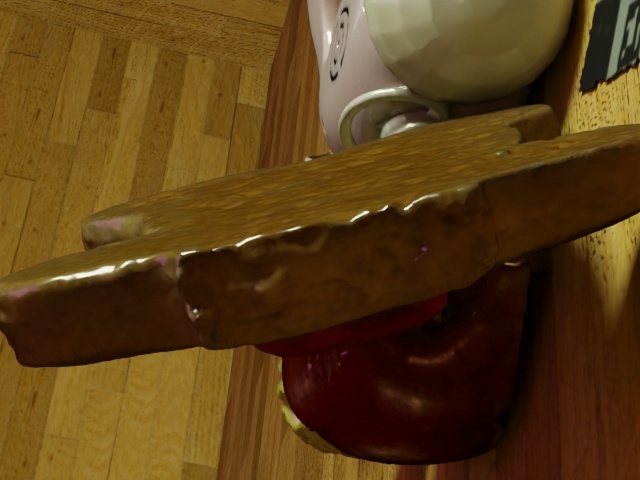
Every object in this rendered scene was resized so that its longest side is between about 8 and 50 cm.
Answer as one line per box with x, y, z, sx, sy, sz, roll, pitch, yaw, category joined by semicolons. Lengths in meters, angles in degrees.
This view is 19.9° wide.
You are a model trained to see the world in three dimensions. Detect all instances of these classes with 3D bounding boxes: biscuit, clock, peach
0.000;0.000;1.077;0.394;0.368;0.076;-132;27;-81;biscuit
0.086;-0.180;1.413;0.342;0.184;0.326;103;171;-52;clock
0.047;0.077;1.293;0.267;0.154;0.158;-163;84;-83;peach

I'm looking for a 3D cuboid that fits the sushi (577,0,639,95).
0.178;-0.261;1.042;0.373;0.100;0.296;155;127;-81;sushi

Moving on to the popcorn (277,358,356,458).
0.032;0.109;1.477;0.126;0.126;0.145;79;-150;-50;popcorn
